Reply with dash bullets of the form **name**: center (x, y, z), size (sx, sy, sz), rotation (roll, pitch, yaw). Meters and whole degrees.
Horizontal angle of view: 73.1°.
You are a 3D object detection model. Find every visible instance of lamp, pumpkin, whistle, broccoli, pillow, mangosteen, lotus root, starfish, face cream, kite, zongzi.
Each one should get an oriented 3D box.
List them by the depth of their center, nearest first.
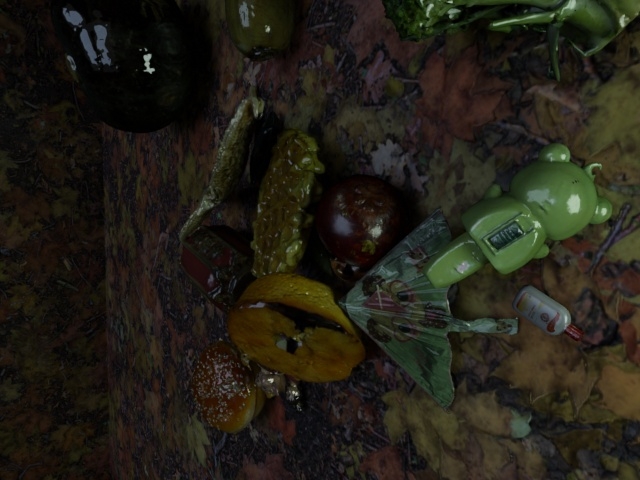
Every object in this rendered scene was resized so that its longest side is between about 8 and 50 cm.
- **broccoli**: center (0.191, -0.301, 0.425), size (0.283, 0.321, 0.304), rotation (43, 142, 3)
- **whistle**: center (0.220, -0.015, 0.507), size (0.227, 0.085, 0.105), rotation (-40, 88, 24)
- **face cream**: center (0.276, 0.090, 0.524), size (0.083, 0.021, 0.040), rotation (41, 124, 41)
- **kite**: center (0.141, 0.107, 0.625), size (0.267, 0.013, 0.324), rotation (5, 110, 29)
- **mangosteen**: center (0.056, -0.021, 0.700), size (0.145, 0.156, 0.181), rotation (43, 153, -2)
- **zongzi**: center (0.000, 0.000, 0.842), size (0.113, 0.052, 0.104), rotation (38, 123, 32)
- **lotus root**: center (-0.127, -0.509, 0.889), size (0.154, 0.153, 0.279), rotation (0, 88, 51)
- **lamp**: center (-0.092, 0.249, 0.925), size (0.118, 0.118, 0.254), rotation (4, 94, 51)
- **pillow**: center (-0.125, -0.206, 0.967), size (0.048, 0.090, 0.150), rotation (27, 125, 1)
- **starfish**: center (-0.204, -0.188, 0.983), size (0.432, 0.082, 0.324), rotation (-56, 15, 35)
- **lamp**: center (-0.228, 0.061, 1.035), size (0.273, 0.176, 0.177), rotation (32, 117, 46)
- **pumpkin**: center (-0.544, -0.535, 1.243), size (0.454, 0.343, 0.455), rotation (43, 147, 36)

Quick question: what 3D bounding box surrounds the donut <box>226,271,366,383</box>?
- **donut**: center (-0.042, 0.163, 0.767), size (0.253, 0.253, 0.118), rotation (-42, 17, 44)

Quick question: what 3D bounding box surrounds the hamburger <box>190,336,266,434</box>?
- **hamburger**: center (-0.228, 0.363, 1.075), size (0.236, 0.147, 0.237), rotation (6, 98, 48)

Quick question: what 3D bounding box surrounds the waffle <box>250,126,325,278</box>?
- **waffle**: center (-0.072, -0.070, 0.850), size (0.302, 0.068, 0.325), rotation (-66, 28, 25)
